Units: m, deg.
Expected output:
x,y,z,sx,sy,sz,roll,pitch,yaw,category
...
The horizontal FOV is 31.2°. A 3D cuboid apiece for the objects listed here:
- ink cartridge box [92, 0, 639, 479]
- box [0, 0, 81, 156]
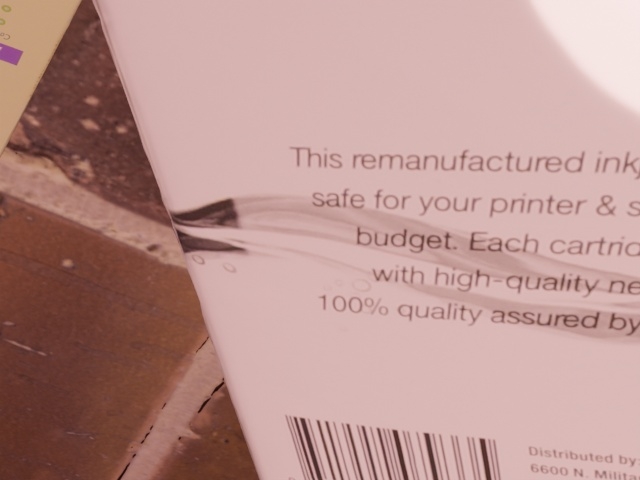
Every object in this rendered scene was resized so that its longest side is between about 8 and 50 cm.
x,y,z,sx,sy,sz,roll,pitch,yaw,category
0.106,-0.022,0.431,0.286,0.166,0.394,2,130,20,ink cartridge box
-0.241,-0.160,0.603,0.214,0.117,0.243,18,142,-22,box
